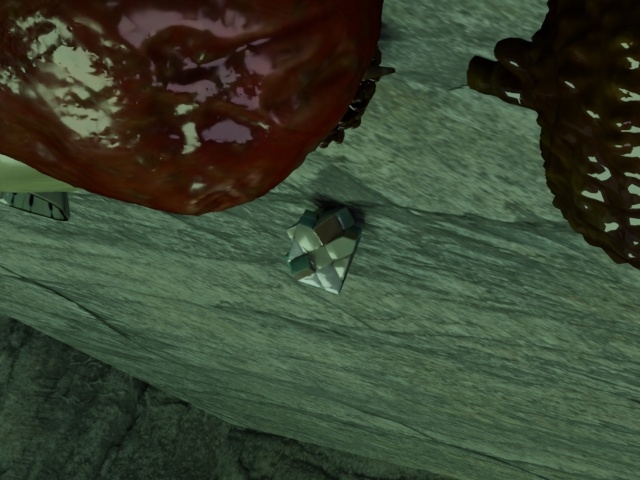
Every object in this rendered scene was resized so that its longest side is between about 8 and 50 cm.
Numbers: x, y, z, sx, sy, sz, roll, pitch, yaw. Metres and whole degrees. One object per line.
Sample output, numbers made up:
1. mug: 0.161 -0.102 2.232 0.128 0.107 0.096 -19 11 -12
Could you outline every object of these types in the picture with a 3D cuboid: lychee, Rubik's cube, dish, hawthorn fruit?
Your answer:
1. lychee: 0.185 -0.071 0.857 0.238 0.200 0.200 5 162 22
2. Rubik's cube: 0.000 0.001 1.727 0.073 0.084 0.075 17 -174 4
3. dish: -0.359 -0.088 1.973 0.190 0.066 0.191 21 171 4
4. hawthorn fruit: -0.093 -0.139 0.927 0.262 0.258 0.258 53 160 -10

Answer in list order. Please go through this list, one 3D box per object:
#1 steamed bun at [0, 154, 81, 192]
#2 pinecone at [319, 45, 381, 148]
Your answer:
1. steamed bun: -0.151 -0.128 1.308 0.225 0.170 0.200 0 -167 18
2. pinecone: -0.002 -0.112 1.221 0.102 0.102 0.109 30 154 -34
